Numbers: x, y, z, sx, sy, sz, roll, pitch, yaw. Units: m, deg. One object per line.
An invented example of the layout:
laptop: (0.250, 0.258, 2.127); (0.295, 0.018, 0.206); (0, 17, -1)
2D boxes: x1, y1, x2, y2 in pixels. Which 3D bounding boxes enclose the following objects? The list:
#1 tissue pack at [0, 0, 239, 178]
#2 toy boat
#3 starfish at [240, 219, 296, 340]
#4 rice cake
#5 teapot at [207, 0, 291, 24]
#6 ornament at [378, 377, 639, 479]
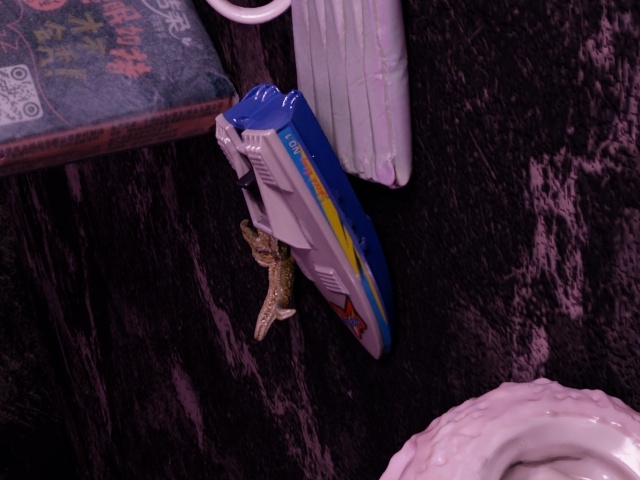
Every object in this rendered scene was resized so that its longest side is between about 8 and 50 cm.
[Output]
tissue pack: (-0.281, -0.205, 1.290); (0.228, 0.315, 0.103); (66, 153, 19)
toy boat: (0.000, 0.000, 1.070); (0.129, 0.088, 0.295); (26, 148, 60)
starfish: (-0.058, 0.015, 1.282); (0.217, 0.050, 0.223); (-132, 45, -54)
rice cake: (0.026, -0.151, 1.008); (0.189, 0.037, 0.198); (28, 131, 58)
teapot: (-0.098, -0.346, 1.034); (0.204, 0.139, 0.298); (-95, -3, -65)
ornament: (0.150, 0.230, 0.741); (0.259, 0.259, 0.225); (56, 157, 33)
